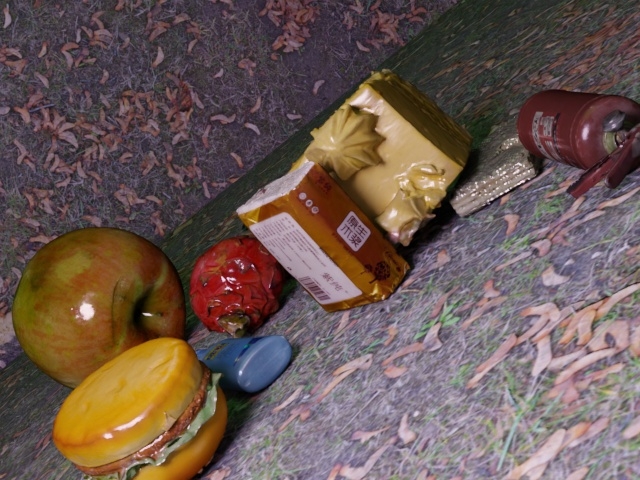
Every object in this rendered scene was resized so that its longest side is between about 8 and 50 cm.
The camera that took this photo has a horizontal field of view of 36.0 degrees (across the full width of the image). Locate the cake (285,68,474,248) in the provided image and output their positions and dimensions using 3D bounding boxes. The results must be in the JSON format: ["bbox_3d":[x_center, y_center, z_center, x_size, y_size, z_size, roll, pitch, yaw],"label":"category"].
[{"bbox_3d":[0.088,-0.118,1.568,0.222,0.227,0.286,-49,4,25],"label":"cake"}]

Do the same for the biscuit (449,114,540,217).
[{"bbox_3d":[0.292,-0.133,1.586,0.147,0.046,0.250,-30,15,31],"label":"biscuit"}]

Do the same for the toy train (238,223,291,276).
[{"bbox_3d":[-0.045,-0.037,1.984,0.159,0.129,0.326,-22,19,32],"label":"toy train"}]

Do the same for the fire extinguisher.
[{"bbox_3d":[0.347,-0.129,1.312,0.147,0.106,0.337,-48,11,4],"label":"fire extinguisher"}]

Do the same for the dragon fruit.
[{"bbox_3d":[-0.148,0.081,1.760,0.172,0.172,0.209,-25,26,44],"label":"dragon fruit"}]

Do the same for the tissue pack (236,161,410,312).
[{"bbox_3d":[0.000,0.000,1.491,0.183,0.226,0.092,-21,24,54],"label":"tissue pack"}]

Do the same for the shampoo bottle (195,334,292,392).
[{"bbox_3d":[-0.140,0.196,1.560,0.104,0.061,0.258,-43,13,-26],"label":"shampoo bottle"}]

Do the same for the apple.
[{"bbox_3d":[-0.444,0.143,1.973,0.339,0.339,0.339,-35,13,9],"label":"apple"}]

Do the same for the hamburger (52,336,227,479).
[{"bbox_3d":[-0.232,0.258,1.349,0.246,0.170,0.246,-25,24,12],"label":"hamburger"}]
